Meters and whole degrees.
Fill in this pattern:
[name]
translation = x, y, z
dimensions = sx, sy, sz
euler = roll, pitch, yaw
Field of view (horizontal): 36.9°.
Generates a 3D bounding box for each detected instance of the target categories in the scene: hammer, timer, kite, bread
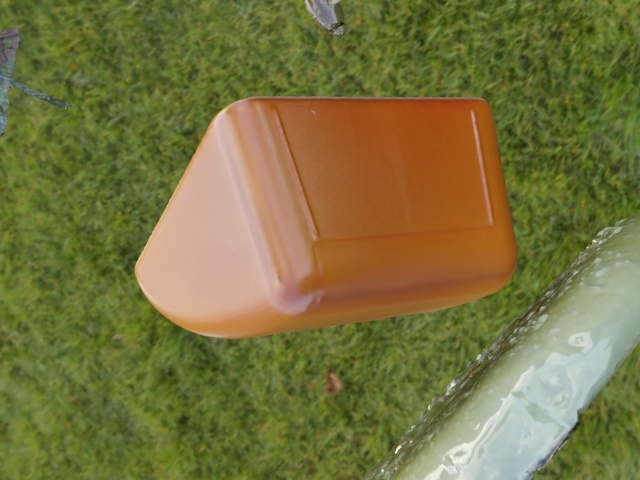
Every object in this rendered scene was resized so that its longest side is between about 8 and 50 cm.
[hammer]
translation = 0.033, -0.119, 0.387
dimensions = 0.029, 0.014, 0.123
euler = 50, 142, -12
[timer]
translation = 0.000, 0.000, 0.813
dimensions = 0.250, 0.257, 0.161
euler = -31, 68, 55
[kite]
translation = -0.346, -0.177, 1.064
dimensions = 0.011, 0.157, 0.139
euler = -16, 61, 44
[bread]
translation = 0.085, 0.080, 0.471
dimensions = 0.040, 0.267, 0.267
euler = 44, 129, 10
